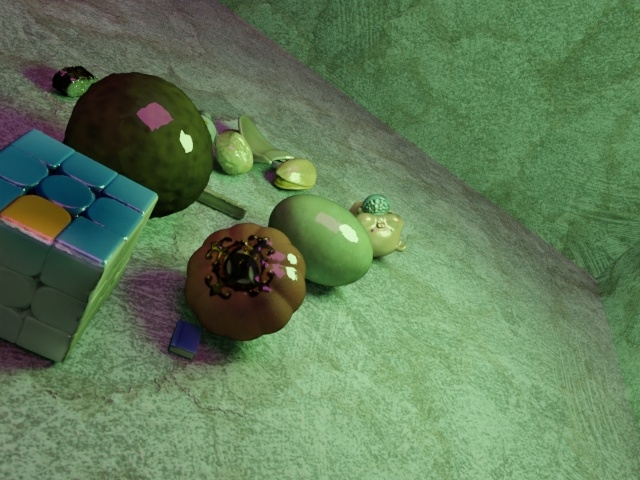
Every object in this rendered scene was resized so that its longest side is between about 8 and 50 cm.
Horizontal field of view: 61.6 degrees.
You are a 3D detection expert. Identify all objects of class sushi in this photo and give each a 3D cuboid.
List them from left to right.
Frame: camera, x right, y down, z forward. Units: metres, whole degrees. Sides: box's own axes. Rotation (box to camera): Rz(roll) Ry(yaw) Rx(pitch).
[{"bbox_3d":[-0.807,-0.521,1.760,0.078,0.090,0.150,39,28,-2],"label":"sushi"}]

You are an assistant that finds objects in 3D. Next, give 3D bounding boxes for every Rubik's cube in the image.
[{"bbox_3d":[-0.545,0.007,1.066,0.290,0.291,0.291,29,31,-13],"label":"Rubik's cube"}]

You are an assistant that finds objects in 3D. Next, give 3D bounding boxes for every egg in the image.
[{"bbox_3d":[0.000,0.000,1.673,0.352,0.258,0.258,36,30,0],"label":"egg"}]

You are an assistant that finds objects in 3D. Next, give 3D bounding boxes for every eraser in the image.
[{"bbox_3d":[-0.314,0.230,1.249,0.063,0.027,0.084,25,32,-16],"label":"eraser"}]

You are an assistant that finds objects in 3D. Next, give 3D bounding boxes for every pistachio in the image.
[{"bbox_3d":[-0.091,-0.254,2.077,0.145,0.117,0.200,34,27,22],"label":"pistachio"}]

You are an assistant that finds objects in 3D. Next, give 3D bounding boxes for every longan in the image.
[{"bbox_3d":[-0.478,-0.241,1.423,0.391,0.391,0.391,26,31,-17],"label":"longan"}]

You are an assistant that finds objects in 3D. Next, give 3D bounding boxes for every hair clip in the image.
[{"bbox_3d":[-0.263,-0.374,2.101,0.282,0.113,0.172,47,33,11],"label":"hair clip"}]

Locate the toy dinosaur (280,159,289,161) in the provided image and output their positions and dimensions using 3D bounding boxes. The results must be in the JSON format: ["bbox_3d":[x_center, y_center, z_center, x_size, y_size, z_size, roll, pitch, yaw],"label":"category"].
[{"bbox_3d":[-0.164,-0.349,2.224,0.180,0.037,0.058,27,26,-16],"label":"toy dinosaur"}]

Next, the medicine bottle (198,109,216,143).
[{"bbox_3d":[-0.436,-0.347,1.838,0.141,0.141,0.293,26,30,-16],"label":"medicine bottle"}]

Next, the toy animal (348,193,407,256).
[{"bbox_3d":[0.194,-0.052,2.032,0.210,0.229,0.221,-5,-2,-12],"label":"toy animal"}]

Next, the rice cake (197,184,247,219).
[{"bbox_3d":[-0.354,-0.143,1.712,0.256,0.057,0.052,25,57,-16],"label":"rice cake"}]

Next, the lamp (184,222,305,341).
[{"bbox_3d":[-0.183,0.108,1.347,0.305,0.239,0.305,-2,64,4],"label":"lamp"}]

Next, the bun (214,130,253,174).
[{"bbox_3d":[-0.317,-0.306,1.912,0.188,0.111,0.164,-88,153,-59],"label":"bun"}]
